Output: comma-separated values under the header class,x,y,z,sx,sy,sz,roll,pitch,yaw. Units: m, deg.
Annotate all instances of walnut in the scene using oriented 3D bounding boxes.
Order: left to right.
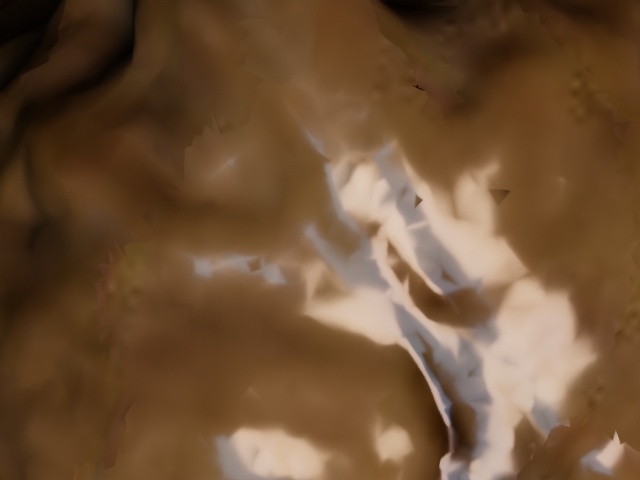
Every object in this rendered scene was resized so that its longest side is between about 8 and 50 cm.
class,x,y,z,sx,sy,sz,roll,pitch,yaw
walnut,0.000,0.000,0.474,0.224,0.257,0.257,-28,125,-4
